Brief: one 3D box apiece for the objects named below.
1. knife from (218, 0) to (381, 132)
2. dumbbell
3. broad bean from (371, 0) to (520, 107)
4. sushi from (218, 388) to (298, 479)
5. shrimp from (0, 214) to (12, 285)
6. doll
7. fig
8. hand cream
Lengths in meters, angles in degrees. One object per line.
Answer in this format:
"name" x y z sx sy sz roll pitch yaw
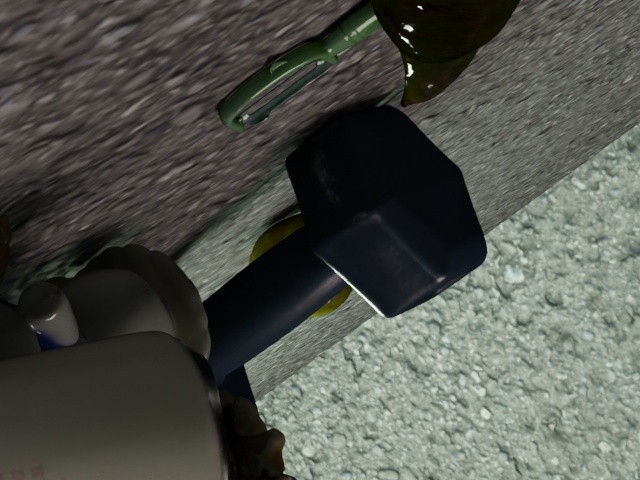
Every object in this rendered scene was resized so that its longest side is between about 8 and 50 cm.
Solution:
"knife" 0.029 -0.125 0.931 0.212 0.015 0.054 -35 165 12
"dumbbell" -0.034 0.041 1.260 0.316 0.156 0.144 -37 142 27
"broad bean" 0.068 -0.137 0.821 0.077 0.061 0.339 -19 169 -13
"sushi" -0.204 0.242 1.101 0.417 0.417 0.175 -31 131 -26
"shrimp" -0.201 0.026 0.817 0.101 0.042 0.190 -56 168 11
"doll" -0.163 0.071 1.025 0.293 0.119 0.138 -14 141 -58
"fig" 0.007 0.013 1.471 0.093 0.093 0.166 -38 173 31
"hand cream" -0.220 0.129 0.837 0.359 0.118 0.185 -9 144 -22
